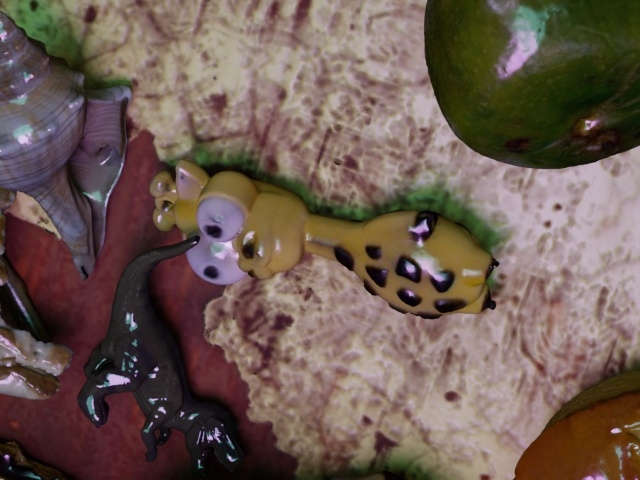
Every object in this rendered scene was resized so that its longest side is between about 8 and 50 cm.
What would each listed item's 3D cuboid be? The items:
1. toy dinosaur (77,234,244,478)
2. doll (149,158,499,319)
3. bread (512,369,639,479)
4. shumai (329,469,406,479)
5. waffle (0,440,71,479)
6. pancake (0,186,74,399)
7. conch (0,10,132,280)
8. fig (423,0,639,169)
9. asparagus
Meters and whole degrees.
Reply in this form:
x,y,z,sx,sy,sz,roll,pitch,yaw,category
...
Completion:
x,y,z,sx,sy,sz,roll,pitch,yaw,category
-0.110,0.093,1.644,0.179,0.087,0.187,-41,109,13,toy dinosaur
0.000,0.001,1.587,0.291,0.086,0.117,13,135,11,doll
0.274,0.228,1.542,0.270,0.148,0.270,3,103,13,bread
-0.003,0.313,1.594,0.309,0.263,0.304,56,144,24,shumai
-0.259,0.302,1.727,0.312,0.060,0.307,-4,104,14,waffle
-0.330,-0.024,1.624,0.376,0.197,0.054,59,150,3,pancake
-0.221,-0.093,1.606,0.114,0.234,0.137,33,76,28,conch
0.160,-0.184,1.493,0.203,0.203,0.235,-29,55,17,fig
-0.295,-0.018,1.681,0.248,0.025,0.024,60,149,-5,asparagus
